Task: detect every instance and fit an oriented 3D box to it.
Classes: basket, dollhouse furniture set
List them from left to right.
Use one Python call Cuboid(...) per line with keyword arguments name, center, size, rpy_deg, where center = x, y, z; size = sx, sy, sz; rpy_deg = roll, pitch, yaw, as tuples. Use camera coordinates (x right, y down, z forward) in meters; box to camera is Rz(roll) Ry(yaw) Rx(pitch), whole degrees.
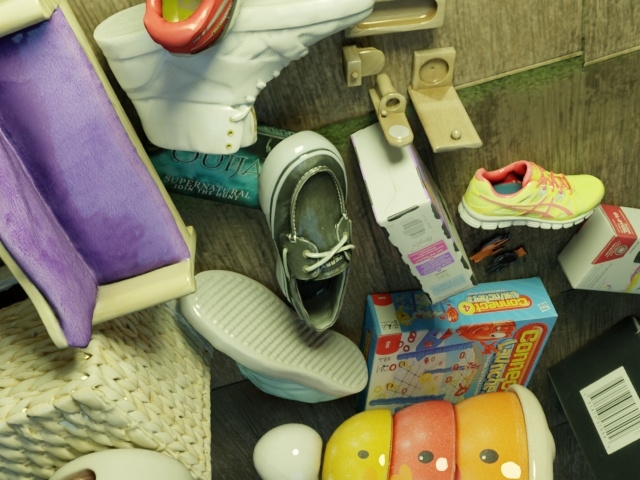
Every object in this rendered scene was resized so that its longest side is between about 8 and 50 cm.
Cuboid(name="basket", center=(-0.355, 0.213, 1.076), size=(0.328, 0.266, 0.331), rpy_deg=(-21, 136, 9))
Cuboid(name="dollhouse furniture set", center=(0.103, -0.191, 0.861), size=(0.144, 0.123, 0.151), rpy_deg=(-8, 138, -6))

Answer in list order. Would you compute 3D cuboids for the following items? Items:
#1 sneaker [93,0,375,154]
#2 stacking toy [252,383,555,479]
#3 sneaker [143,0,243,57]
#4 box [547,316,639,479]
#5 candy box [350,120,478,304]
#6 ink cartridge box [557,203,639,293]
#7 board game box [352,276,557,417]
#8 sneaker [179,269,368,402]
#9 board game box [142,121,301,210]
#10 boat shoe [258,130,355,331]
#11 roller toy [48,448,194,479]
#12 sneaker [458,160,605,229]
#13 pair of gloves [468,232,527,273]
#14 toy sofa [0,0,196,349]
Cuboid(name="sneaker", center=(-0.071, -0.186, 0.824), size=(0.293, 0.108, 0.169), rpy_deg=(-10, 129, 10))
Cuboid(name="stacking toy", center=(0.123, 0.400, 1.291), size=(0.480, 0.350, 0.350), rpy_deg=(5, 137, 3))
Cuboid(name="sneaker", center=(-0.094, -0.293, 0.652), size=(0.107, 0.118, 0.279), rpy_deg=(12, 109, 4))
Cuboid(name="box", center=(0.679, 0.371, 1.495), size=(0.395, 0.293, 0.212), rpy_deg=(26, 125, -36))
Cuboid(name="candy box", center=(0.123, -0.038, 1.002), size=(0.070, 0.164, 0.196), rpy_deg=(-25, 136, 13))
Cuboid(name="ink cartridge box", center=(0.493, 0.017, 1.227), size=(0.175, 0.072, 0.127), rpy_deg=(5, 134, -19))
Cuboid(name="board game box", center=(0.221, 0.207, 1.351), size=(0.302, 0.086, 0.308), rpy_deg=(-6, 137, -8))
Cuboid(name="sneaker", center=(-0.095, 0.177, 1.204), size=(0.150, 0.135, 0.366), rpy_deg=(-31, 129, 33))
Cuboid(name="board game box", center=(-0.129, -0.103, 0.968), size=(0.186, 0.026, 0.126), rpy_deg=(10, 133, -24))
Cuboid(name="boat shoe", center=(0.000, 0.000, 1.029), size=(0.121, 0.119, 0.335), rpy_deg=(-24, 145, -14))
Cuboid(name="roller toy", center=(-0.253, 0.365, 0.956), size=(0.209, 0.146, 0.191), rpy_deg=(0, 135, -12))
Cuboid(name="sneaker", center=(0.302, -0.071, 1.078), size=(0.209, 0.081, 0.094), rpy_deg=(-7, 135, -6))
Cuboid(name="pair of gloves", center=(0.282, 0.021, 1.223), size=(0.074, 0.010, 0.083), rpy_deg=(-36, 136, 21))
Cuboid(name="toy sofa", center=(-0.266, -0.070, 0.803), size=(0.150, 0.177, 0.362), rpy_deg=(-18, 124, 5))
